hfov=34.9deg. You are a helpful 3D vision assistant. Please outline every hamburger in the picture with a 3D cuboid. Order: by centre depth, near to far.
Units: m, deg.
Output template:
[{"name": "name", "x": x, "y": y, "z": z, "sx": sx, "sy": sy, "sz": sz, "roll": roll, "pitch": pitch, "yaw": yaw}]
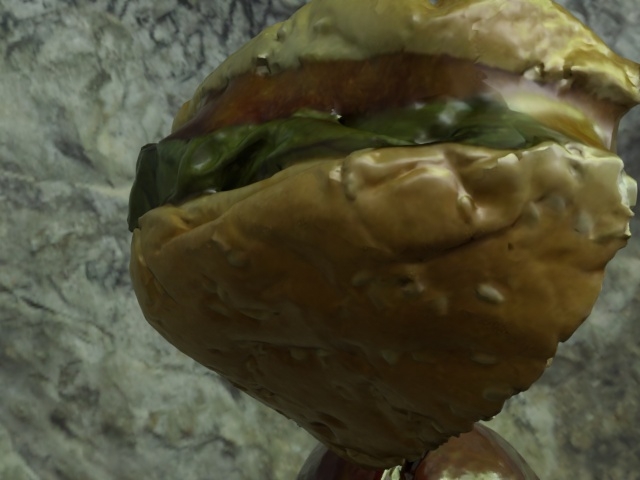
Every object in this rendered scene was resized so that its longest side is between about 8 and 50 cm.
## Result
[{"name": "hamburger", "x": -0.001, "y": -0.003, "z": 0.532, "sx": 0.209, "sy": 0.162, "sz": 0.330, "roll": 27, "pitch": -28, "yaw": -3}]

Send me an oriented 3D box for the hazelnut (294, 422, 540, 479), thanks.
[{"name": "hazelnut", "x": 0.076, "y": 0.234, "z": 0.741, "sx": 0.218, "sy": 0.218, "sz": 0.234, "roll": -36, "pitch": -91, "yaw": 4}]
